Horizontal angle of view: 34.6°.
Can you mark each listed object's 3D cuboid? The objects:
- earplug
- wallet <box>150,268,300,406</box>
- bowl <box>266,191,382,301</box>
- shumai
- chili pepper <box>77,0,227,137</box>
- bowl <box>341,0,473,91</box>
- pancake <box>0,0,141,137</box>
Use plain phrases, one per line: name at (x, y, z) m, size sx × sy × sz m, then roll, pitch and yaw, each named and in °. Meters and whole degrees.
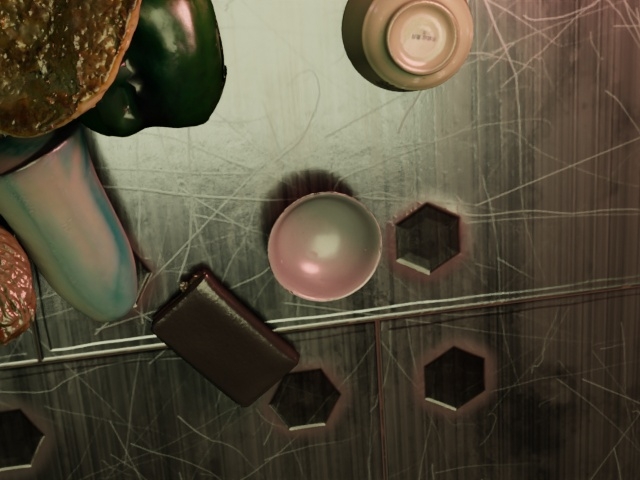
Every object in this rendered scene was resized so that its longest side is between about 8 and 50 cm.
earplug at (-0.378, -0.013, 1.592) m, size 0.185 × 0.185 × 0.324 m, roll -25°, pitch 118°, yaw 0°
wallet at (-0.166, 0.168, 1.749) m, size 0.149 × 0.044 × 0.250 m, roll -43°, pitch 111°, yaw 11°
bowl at (0.000, 0.000, 1.694) m, size 0.189 × 0.086 × 0.189 m, roll -3°, pitch 108°, yaw -9°
shumai at (-0.503, 0.083, 1.533) m, size 0.166 × 0.175 × 0.206 m, roll -22°, pitch 69°, yaw -12°
chili pepper at (-0.260, -0.283, 1.487) m, size 0.249 × 0.233 × 0.256 m, roll -7°, pitch 117°, yaw 10°
bowl at (0.146, -0.322, 1.596) m, size 0.211 × 0.112 × 0.211 m, roll -3°, pitch 111°, yaw -8°
pancake at (-0.387, -0.318, 1.348) m, size 0.356 × 0.065 × 0.356 m, roll 2°, pitch 99°, yaw 16°
